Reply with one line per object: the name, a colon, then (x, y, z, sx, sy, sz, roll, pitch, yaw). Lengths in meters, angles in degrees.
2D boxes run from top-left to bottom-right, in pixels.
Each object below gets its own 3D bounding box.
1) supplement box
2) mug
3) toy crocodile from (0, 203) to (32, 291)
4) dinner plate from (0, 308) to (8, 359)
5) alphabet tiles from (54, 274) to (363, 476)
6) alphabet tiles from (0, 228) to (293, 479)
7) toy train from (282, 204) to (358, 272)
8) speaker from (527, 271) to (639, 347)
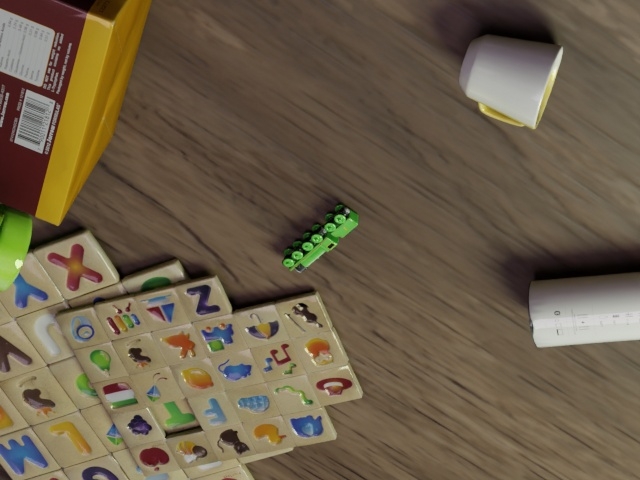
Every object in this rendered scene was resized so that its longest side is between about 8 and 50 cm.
supplement box: (-0.244, -0.149, 1.052, 0.194, 0.129, 0.191, 22, 128, -2)
mug: (0.134, -0.113, 1.028, 0.064, 0.062, 0.078, 19, 121, 10)
toy crocodile: (-0.324, 0.022, 1.126, 0.115, 0.105, 0.340, 21, 159, -28)
dinner plate: (-0.353, 0.069, 1.308, 0.141, 0.017, 0.141, 7, 127, 9)
alphabet tiles: (-0.092, 0.118, 1.268, 0.237, 0.009, 0.198, -14, 120, 17)
alphabet tiles: (-0.199, 0.149, 1.317, 0.285, 0.011, 0.343, -19, 119, 20)
toy train: (0.000, 0.000, 1.170, 0.023, 0.017, 0.083, 33, 127, -23)
speaker: (0.236, 0.053, 1.124, 0.136, 0.055, 0.055, -6, 123, 18)
